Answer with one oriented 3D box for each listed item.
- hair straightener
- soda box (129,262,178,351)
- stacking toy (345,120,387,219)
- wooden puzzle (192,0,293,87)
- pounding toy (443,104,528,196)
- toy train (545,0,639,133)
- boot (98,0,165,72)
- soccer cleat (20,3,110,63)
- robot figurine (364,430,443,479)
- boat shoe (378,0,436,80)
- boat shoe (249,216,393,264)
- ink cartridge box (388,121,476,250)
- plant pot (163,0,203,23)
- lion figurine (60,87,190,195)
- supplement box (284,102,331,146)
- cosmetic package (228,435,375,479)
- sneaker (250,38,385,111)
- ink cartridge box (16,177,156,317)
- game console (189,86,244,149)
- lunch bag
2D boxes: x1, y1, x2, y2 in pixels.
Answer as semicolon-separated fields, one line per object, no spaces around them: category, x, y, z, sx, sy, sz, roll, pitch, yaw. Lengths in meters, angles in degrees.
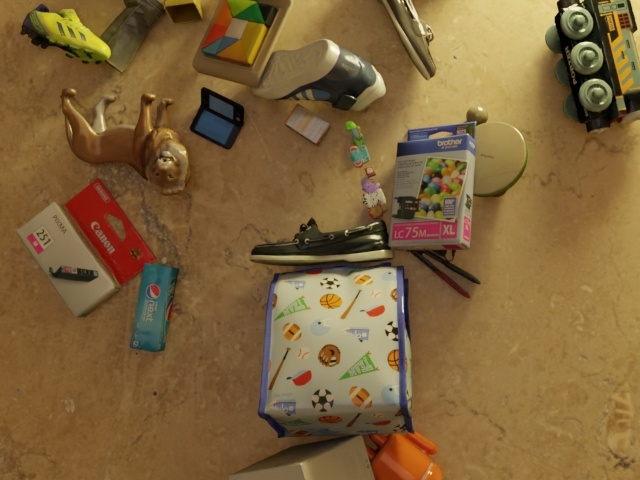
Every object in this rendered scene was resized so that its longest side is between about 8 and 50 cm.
hair straightener;0.290;0.036;1.792;0.230;0.047;0.089;38;90;12
soda box;-0.407;0.164;1.839;0.071;0.067;0.210;9;86;6
stacking toy;0.102;-0.163;1.762;0.052;0.167;0.221;-19;84;5
wooden puzzle;-0.200;-0.514;1.850;0.221;0.044;0.238;21;89;30
pounding toy;0.399;-0.191;1.780;0.183;0.110;0.237;-46;53;12
toy train;0.654;-0.419;1.746;0.190;0.142;0.334;-12;84;-5
boot;-0.518;-0.563;1.919;0.189;0.076;0.208;41;97;10
soccer cleat;-0.634;-0.528;1.881;0.289;0.093;0.121;23;80;26
robot figurine;0.186;0.528;1.714;0.219;0.158;0.128;38;131;8
boat shoe;0.214;-0.551;1.812;0.095;0.112;0.335;-29;79;8
boat shoe;0.000;0.000;1.780;0.340;0.127;0.113;-3;84;4
ink cartridge box;0.262;-0.132;1.743;0.186;0.065;0.311;-2;73;33
plant pot;-0.347;-0.610;1.896;0.081;0.081;0.083;-7;72;6
lion figurine;-0.496;-0.245;1.867;0.392;0.142;0.240;7;94;21
supplement box;-0.032;-0.286;1.852;0.098;0.036;0.062;35;89;8
cosmetic package;-0.038;0.534;1.647;0.224;0.224;0.138;-22;82;37
sneaker;0.005;-0.367;1.814;0.236;0.323;0.130;25;72;-36
ink cartridge box;-0.586;0.014;1.877;0.239;0.060;0.275;-38;82;3
game console;-0.259;-0.304;1.864;0.122;0.107;0.071;27;60;7
lunch bag;0.045;0.236;1.695;0.328;0.239;0.385;-5;59;7
